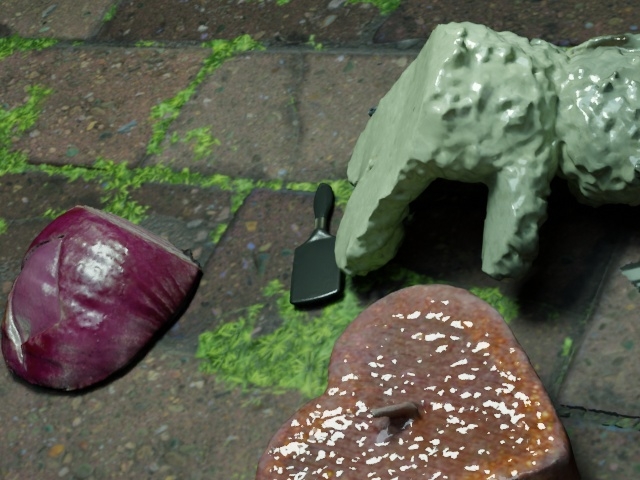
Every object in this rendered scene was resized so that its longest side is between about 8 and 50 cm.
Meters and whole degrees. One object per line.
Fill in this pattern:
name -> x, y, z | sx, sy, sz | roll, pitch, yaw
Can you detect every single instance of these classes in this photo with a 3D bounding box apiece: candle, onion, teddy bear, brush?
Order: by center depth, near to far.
candle -> 0.100, 0.185, 1.265 | 0.287, 0.131, 0.317 | 14, 52, 35
teddy bear -> 0.248, -0.079, 1.484 | 0.362, 0.375, 0.327 | 19, 48, -10
brush -> 0.000, 0.000, 1.605 | 0.062, 0.016, 0.193 | -12, 45, 18
onion -> -0.293, 0.049, 1.653 | 0.250, 0.111, 0.247 | 24, 62, 40

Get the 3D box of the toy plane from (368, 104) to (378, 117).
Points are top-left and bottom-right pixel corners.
toy plane -> 0.099, -0.156, 1.692 | 0.083, 0.031, 0.079 | -5, 47, 25

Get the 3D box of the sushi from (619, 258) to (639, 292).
sushi -> 0.486, 0.084, 1.228 | 0.320, 0.069, 0.339 | -24, 41, -6
